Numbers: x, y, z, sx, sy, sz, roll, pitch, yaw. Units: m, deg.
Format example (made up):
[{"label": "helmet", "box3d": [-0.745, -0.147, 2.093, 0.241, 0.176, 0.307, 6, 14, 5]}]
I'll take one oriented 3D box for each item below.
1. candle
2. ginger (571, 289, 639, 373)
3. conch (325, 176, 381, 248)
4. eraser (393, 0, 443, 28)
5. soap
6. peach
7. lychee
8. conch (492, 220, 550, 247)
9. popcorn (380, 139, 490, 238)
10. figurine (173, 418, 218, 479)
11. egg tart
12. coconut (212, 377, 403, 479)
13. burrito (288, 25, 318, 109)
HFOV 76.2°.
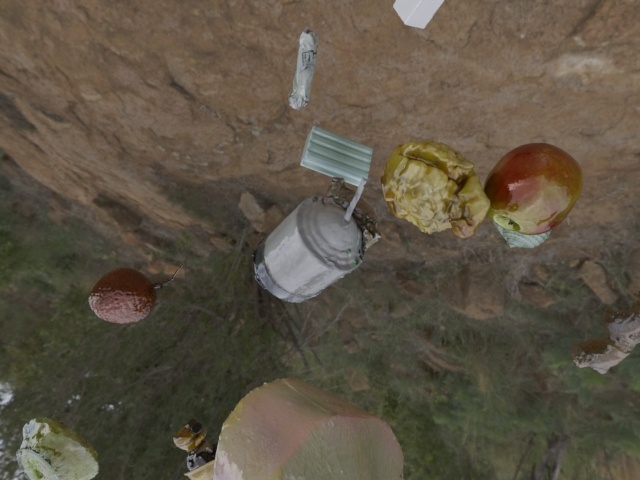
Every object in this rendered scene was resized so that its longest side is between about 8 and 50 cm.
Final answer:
[{"label": "candle", "box3d": [0.000, 0.000, 0.869, 0.187, 0.187, 0.330, 26, 141, -23]}, {"label": "ginger", "box3d": [0.682, 0.227, 0.957, 0.084, 0.122, 0.290, -3, 140, -16]}, {"label": "conch", "box3d": [0.118, -0.054, 1.471, 0.209, 0.352, 0.297, 6, 169, 23]}, {"label": "eraser", "box3d": [0.302, -0.672, 0.989, 0.076, 0.078, 0.298, -9, 156, -35]}, {"label": "soap", "box3d": [0.067, -0.338, 1.649, 0.265, 0.160, 0.087, 18, 154, -13]}, {"label": "peach", "box3d": [0.526, -0.126, 1.018, 0.230, 0.231, 0.231, 11, 154, 6]}, {"label": "lychee", "box3d": [-0.340, 0.099, 0.739, 0.114, 0.101, 0.140, -22, 158, 36]}, {"label": "conch", "box3d": [0.638, -0.054, 1.277, 0.172, 0.200, 0.131, 22, 143, 56]}, {"label": "popcorn", "box3d": [0.290, -0.136, 1.040, 0.265, 0.225, 0.332, 44, -175, -36]}, {"label": "figurine", "box3d": [-0.483, 0.857, 1.638, 0.192, 0.167, 0.257, -32, 102, 37]}, {"label": "egg tart", "box3d": [-0.551, 0.447, 0.840, 0.197, 0.078, 0.197, 8, 114, 18]}, {"label": "coconut", "box3d": [-0.013, 0.399, 0.665, 0.297, 0.298, 0.309, 31, 166, -31]}, {"label": "burrito", "box3d": [-0.043, -0.448, 1.075, 0.064, 0.064, 0.203, 14, 119, 0]}]
